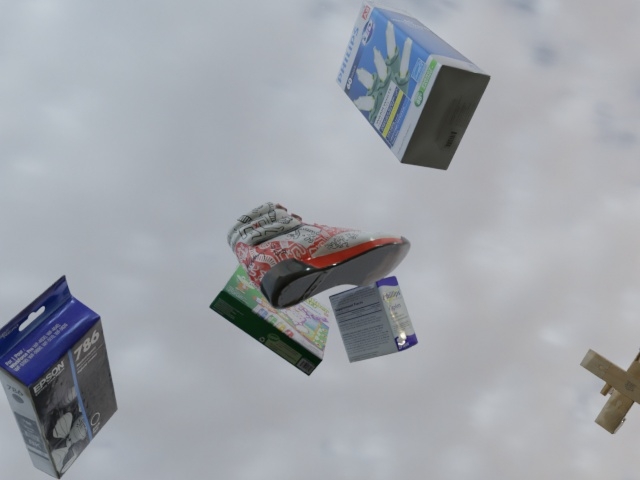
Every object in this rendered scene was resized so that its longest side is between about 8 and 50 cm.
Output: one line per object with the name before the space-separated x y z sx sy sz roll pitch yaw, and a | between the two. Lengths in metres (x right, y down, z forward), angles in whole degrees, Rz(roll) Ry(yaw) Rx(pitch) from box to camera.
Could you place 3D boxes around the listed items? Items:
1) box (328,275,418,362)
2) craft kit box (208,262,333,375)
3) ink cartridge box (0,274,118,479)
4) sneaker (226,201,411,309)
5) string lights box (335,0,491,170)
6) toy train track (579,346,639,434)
box | 0.099 0.149 1.159 0.072 0.126 0.137 -11 -99 -48
craft kit box | -0.095 0.150 1.325 0.250 0.246 0.061 36 -75 -6
ink cartridge box | -0.424 0.231 1.004 0.065 0.165 0.332 19 -48 16
sneaker | 0.000 -0.001 0.859 0.270 0.145 0.090 -14 -40 -41
string lights box | 0.113 -0.220 0.837 0.077 0.259 0.133 5 -56 -25
toy train track | 0.156 0.053 0.285 0.014 0.048 0.083 12 -71 -46
